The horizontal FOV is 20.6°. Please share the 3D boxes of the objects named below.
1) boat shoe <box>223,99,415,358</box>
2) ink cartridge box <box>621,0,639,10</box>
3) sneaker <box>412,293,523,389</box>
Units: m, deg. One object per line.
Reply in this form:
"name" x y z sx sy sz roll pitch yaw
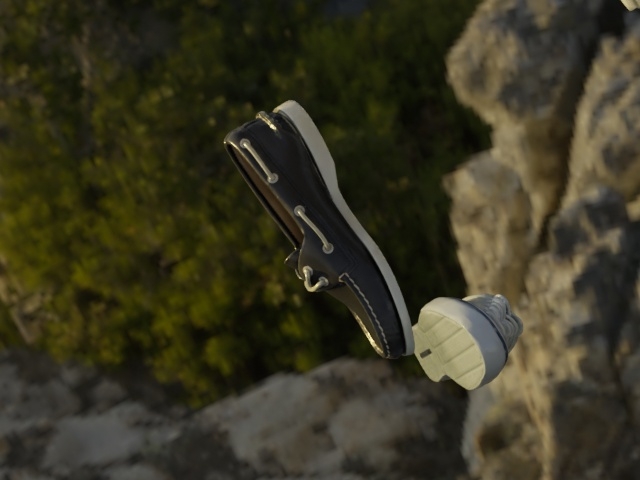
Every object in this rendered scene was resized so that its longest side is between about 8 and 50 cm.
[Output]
"boat shoe" 0.000 0.000 0.771 0.038 0.125 0.046 -27 -2 -15
"ink cartridge box" 0.094 -0.257 0.543 0.198 0.270 0.197 -33 38 6
"sneaker" 0.150 0.085 1.714 0.091 0.094 0.258 -29 2 -8
